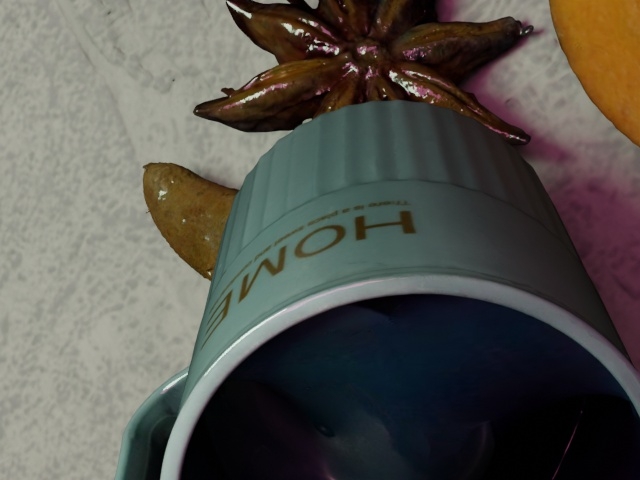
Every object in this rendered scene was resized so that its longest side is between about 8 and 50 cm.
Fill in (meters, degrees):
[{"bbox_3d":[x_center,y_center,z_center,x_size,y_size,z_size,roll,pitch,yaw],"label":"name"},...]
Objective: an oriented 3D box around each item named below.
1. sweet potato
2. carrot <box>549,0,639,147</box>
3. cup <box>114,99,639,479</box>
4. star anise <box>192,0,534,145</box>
[{"bbox_3d":[-0.003,0.003,0.979,0.341,0.092,0.114,5,74,29],"label":"sweet potato"},{"bbox_3d":[0.278,-0.160,0.803,0.307,0.100,0.258,26,123,52],"label":"carrot"},{"bbox_3d":[0.035,0.101,0.783,0.256,0.311,0.331,23,113,-9],"label":"cup"},{"bbox_3d":[0.035,-0.118,0.990,0.271,0.102,0.272,-1,63,2],"label":"star anise"}]
